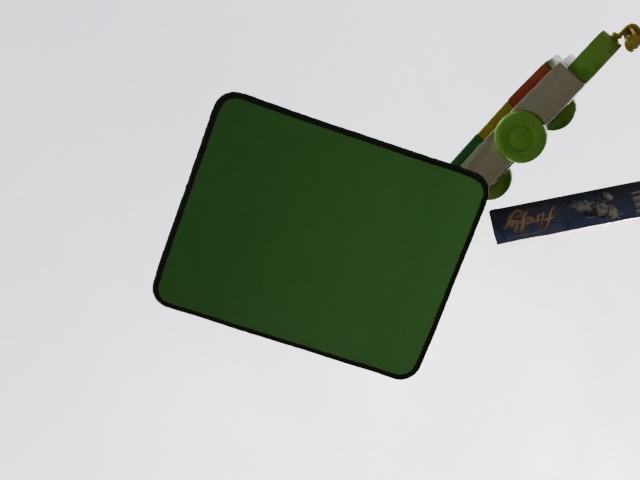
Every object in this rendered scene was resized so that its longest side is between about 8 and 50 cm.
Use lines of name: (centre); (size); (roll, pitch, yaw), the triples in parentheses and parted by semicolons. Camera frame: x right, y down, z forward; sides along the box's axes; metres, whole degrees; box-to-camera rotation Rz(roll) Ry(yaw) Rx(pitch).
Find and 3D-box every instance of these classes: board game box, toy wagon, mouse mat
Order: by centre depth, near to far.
mouse mat: (0.000, 0.000, 0.979); (0.189, 0.007, 0.153); (18, -74, -10)
toy wagon: (0.229, -0.125, 1.703); (0.068, 0.267, 0.344); (42, -70, 4)
board game box: (0.331, -0.035, 1.761); (0.165, 0.243, 0.042); (5, -105, -74)
